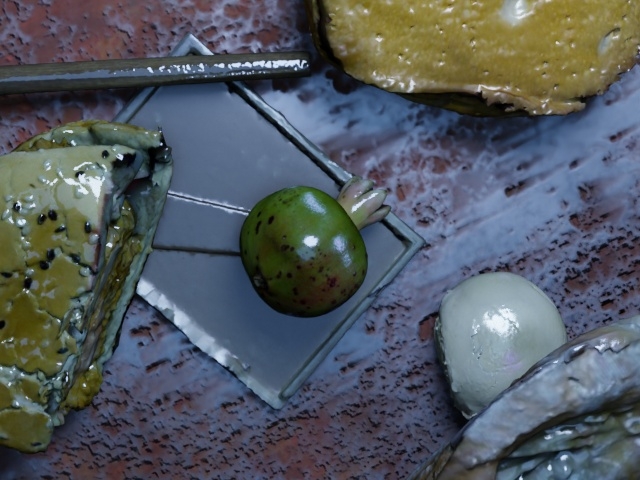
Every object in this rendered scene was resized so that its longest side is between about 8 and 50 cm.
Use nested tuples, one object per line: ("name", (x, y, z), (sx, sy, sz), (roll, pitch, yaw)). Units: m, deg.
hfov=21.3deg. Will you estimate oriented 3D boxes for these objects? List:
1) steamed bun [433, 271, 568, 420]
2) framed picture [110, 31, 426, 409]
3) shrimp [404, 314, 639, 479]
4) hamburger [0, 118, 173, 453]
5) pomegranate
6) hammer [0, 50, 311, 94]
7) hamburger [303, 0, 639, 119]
("steamed bun", (0.159, 0.093, 1.469), (0.112, 0.091, 0.130), (-9, 95, -4))
("framed picture", (-0.076, -0.014, 1.484), (0.281, 0.019, 0.209), (42, 92, -5))
("shrimp", (0.149, 0.205, 1.438), (0.445, 0.221, 0.110), (-35, 51, 7))
("hamburger", (-0.247, 0.026, 1.394), (0.192, 0.168, 0.288), (17, 107, 0))
("pomegranate", (0.000, 0.000, 1.432), (0.142, 0.114, 0.114), (-38, 96, -25))
("hammer", (-0.190, -0.140, 1.425), (0.365, 0.111, 0.044), (-4, 96, -4))
("hamburger", (0.132, -0.245, 1.399), (0.304, 0.174, 0.284), (12, 96, -4))
